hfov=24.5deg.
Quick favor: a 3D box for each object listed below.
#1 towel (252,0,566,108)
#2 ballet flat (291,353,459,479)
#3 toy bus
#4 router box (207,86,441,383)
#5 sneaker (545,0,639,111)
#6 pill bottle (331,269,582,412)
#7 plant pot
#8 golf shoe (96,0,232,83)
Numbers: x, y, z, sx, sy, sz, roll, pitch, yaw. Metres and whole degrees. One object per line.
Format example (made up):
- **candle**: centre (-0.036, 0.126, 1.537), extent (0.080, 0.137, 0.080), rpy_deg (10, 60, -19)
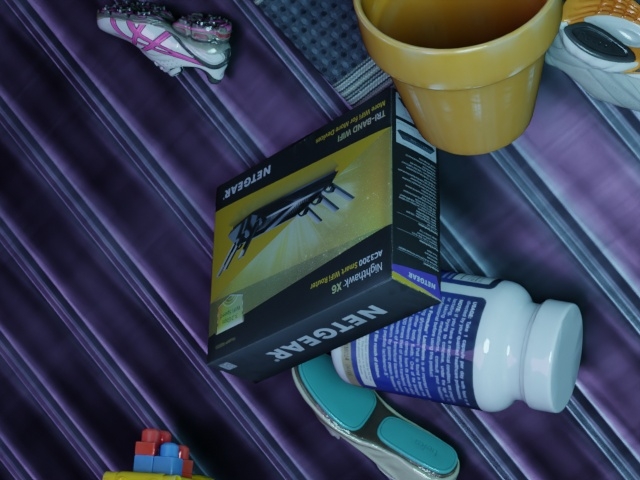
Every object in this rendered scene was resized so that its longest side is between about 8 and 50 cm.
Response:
- **towel**: centre (0.085, -0.298, 1.603), extent (0.324, 0.056, 0.312), rpy_deg (-33, 109, 36)
- **ballet flat**: centre (0.058, 0.236, 1.837), extent (0.248, 0.086, 0.086), rpy_deg (38, 120, 11)
- **toy bus**: centre (-0.203, 0.363, 1.973), extent (0.149, 0.220, 0.211), rpy_deg (-2, 73, 23)
- **router box**: centre (0.000, 0.000, 1.678), extent (0.309, 0.081, 0.243), rpy_deg (-28, 50, 40)
- **sneaker**: centre (0.353, -0.169, 1.541), extent (0.262, 0.121, 0.099), rpy_deg (31, 75, -3)
- **pill bottle**: centre (0.157, 0.113, 1.693), extent (0.264, 0.153, 0.153), rpy_deg (9, 111, 26)
- **plant pot**: centre (0.147, -0.195, 1.508), extent (0.205, 0.205, 0.188), rpy_deg (15, 145, 23)
- **golf shoe**: centre (-0.197, -0.243, 1.812), extent (0.186, 0.067, 0.086), rpy_deg (16, 115, 22)
